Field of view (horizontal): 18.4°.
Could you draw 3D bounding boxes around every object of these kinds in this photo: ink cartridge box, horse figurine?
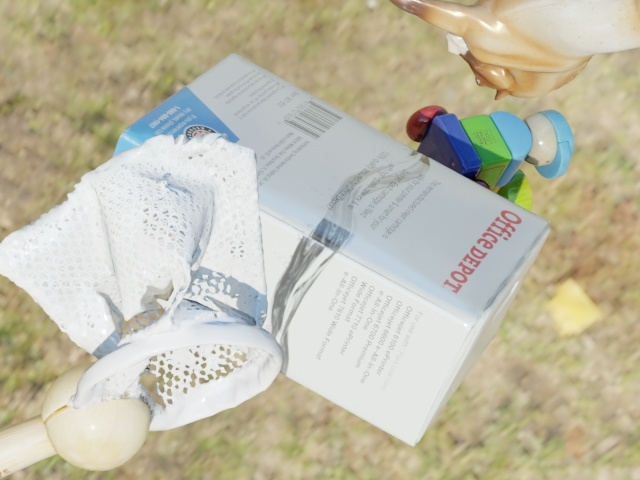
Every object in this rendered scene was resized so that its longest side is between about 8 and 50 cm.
[{"bbox_3d":[0.000,0.000,1.572,0.307,0.129,0.223,29,28,9],"label":"ink cartridge box"},{"bbox_3d":[0.132,-0.142,1.009,0.174,0.263,0.066,36,52,-31],"label":"horse figurine"}]

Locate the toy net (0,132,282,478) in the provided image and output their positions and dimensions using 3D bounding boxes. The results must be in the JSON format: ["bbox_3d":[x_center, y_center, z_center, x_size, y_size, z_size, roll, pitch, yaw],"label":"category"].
[{"bbox_3d":[-0.058,0.083,0.530,0.122,0.232,0.045,19,23,-22],"label":"toy net"}]

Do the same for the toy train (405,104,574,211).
[{"bbox_3d":[0.133,-0.031,1.849,0.143,0.248,0.105,-13,61,-26],"label":"toy train"}]
